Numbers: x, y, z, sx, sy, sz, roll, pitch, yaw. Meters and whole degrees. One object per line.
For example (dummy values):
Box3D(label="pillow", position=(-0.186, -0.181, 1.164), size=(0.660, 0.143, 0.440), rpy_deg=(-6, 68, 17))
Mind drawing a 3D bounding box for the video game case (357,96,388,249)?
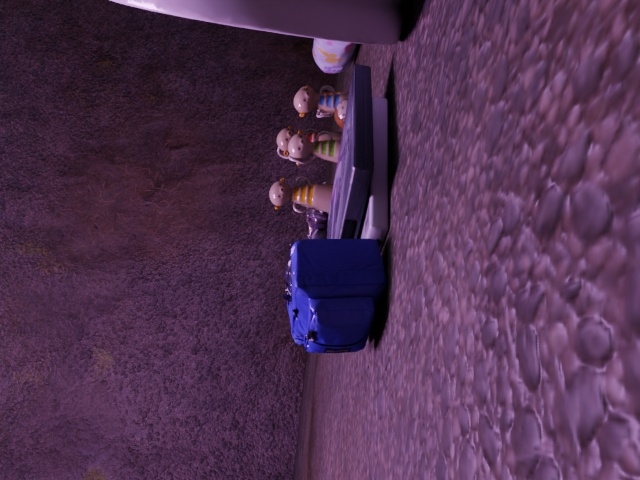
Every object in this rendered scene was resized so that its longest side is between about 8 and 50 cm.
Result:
Box3D(label="video game case", position=(0.057, -0.044, 0.643), size=(0.173, 0.022, 0.190), rpy_deg=(100, 175, -57))

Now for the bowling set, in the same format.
Box3D(label="bowling set", position=(-0.003, -0.208, 0.954), size=(0.200, 0.154, 0.286), rpy_deg=(101, 175, -67))

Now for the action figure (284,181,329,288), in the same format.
Box3D(label="action figure", position=(0.000, 0.000, 1.133), size=(0.185, 0.099, 0.284), rpy_deg=(86, -168, -61))

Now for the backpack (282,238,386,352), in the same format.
Box3D(label="backpack", position=(0.009, 0.066, 0.541), size=(0.120, 0.098, 0.101), rpy_deg=(101, 172, -53))

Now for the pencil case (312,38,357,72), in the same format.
Box3D(label="pencil case", position=(0.040, -0.491, 1.258), size=(0.273, 0.114, 0.124), rpy_deg=(175, 111, -88))

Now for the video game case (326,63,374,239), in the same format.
Box3D(label="video game case", position=(0.032, -0.051, 0.680), size=(0.274, 0.026, 0.196), rpy_deg=(98, 177, -48))

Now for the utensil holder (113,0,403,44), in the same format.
Box3D(label="utensil holder", position=(-0.047, -0.419, 0.518), size=(0.327, 0.328, 0.385), rpy_deg=(-88, 6, -66))
